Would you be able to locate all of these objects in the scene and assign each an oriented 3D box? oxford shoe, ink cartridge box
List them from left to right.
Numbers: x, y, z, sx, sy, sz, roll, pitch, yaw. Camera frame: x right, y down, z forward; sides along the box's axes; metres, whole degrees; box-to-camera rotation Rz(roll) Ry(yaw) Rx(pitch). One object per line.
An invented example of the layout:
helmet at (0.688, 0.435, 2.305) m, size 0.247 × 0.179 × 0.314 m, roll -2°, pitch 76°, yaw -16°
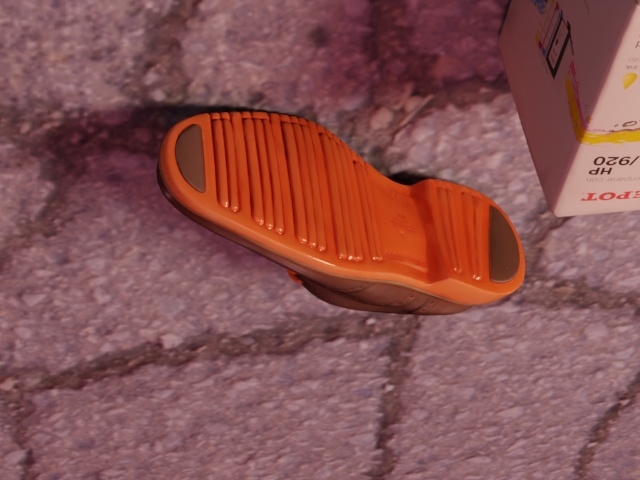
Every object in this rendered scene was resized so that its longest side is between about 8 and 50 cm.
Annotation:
oxford shoe at (0.000, 0.000, 1.466) m, size 0.363 × 0.130 × 0.132 m, roll 21°, pitch 144°, yaw -37°
ink cartridge box at (0.245, -0.152, 1.260) m, size 0.171 × 0.168 × 0.233 m, roll -4°, pitch 147°, yaw -11°
